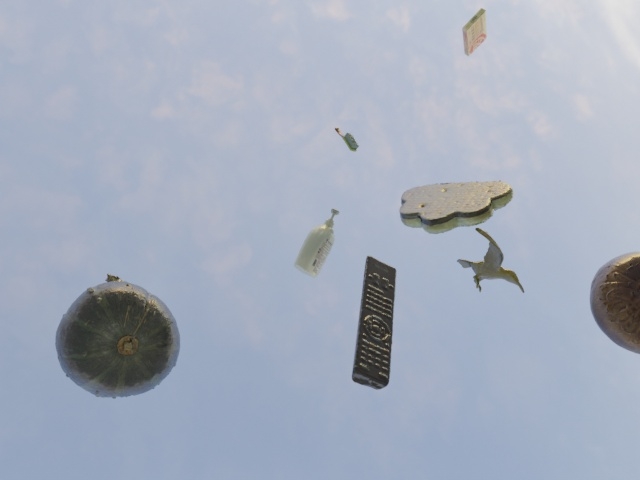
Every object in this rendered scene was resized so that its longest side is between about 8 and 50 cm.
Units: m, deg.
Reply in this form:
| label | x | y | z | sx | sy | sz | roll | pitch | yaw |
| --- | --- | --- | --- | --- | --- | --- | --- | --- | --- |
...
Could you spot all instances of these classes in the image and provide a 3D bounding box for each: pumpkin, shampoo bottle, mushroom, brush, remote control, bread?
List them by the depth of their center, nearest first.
| label | x | y | z | sx | sy | sz | roll | pitch | yaw |
| --- | --- | --- | --- | --- | --- | --- | --- | --- | --- |
| pumpkin | -0.318 | 0.159 | 0.959 | 0.190 | 0.146 | 0.190 | 2 | -98 | -12 |
| remote control | 0.087 | 0.122 | 0.959 | 0.063 | 0.025 | 0.245 | 23 | -137 | -10 |
| shampoo bottle | 0.000 | 0.000 | 1.265 | 0.152 | 0.045 | 0.077 | -63 | -30 | -8 |
| brush | 0.055 | -0.219 | 1.277 | 0.018 | 0.021 | 0.083 | 6 | -142 | -39 |
| bread | 0.305 | -0.078 | 1.452 | 0.207 | 0.286 | 0.056 | -44 | -57 | -40 |
| mushroom | 0.879 | 0.165 | 1.637 | 0.278 | 0.163 | 0.297 | 6 | -114 | -1 |

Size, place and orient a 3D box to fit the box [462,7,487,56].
| label | x | y | z | sx | sy | sz | roll | pitch | yaw |
| --- | --- | --- | --- | --- | --- | --- | --- | --- | --- |
| box | 0.316 | -0.425 | 1.240 | 0.058 | 0.093 | 0.015 | -47 | -114 | -2 |

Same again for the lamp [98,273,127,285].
| label | x | y | z | sx | sy | sz | roll | pitch | yaw |
| --- | --- | --- | --- | --- | --- | --- | --- | --- | --- |
| lamp | -0.427 | 0.169 | 1.264 | 0.135 | 0.157 | 0.156 | 7 | -129 | 19 |

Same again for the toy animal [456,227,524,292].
| label | x | y | z | sx | sy | sz | roll | pitch | yaw |
| --- | --- | --- | --- | --- | --- | --- | --- | --- | --- |
| toy animal | 0.404 | 0.084 | 1.429 | 0.095 | 0.219 | 0.155 | -33 | -121 | 4 |
